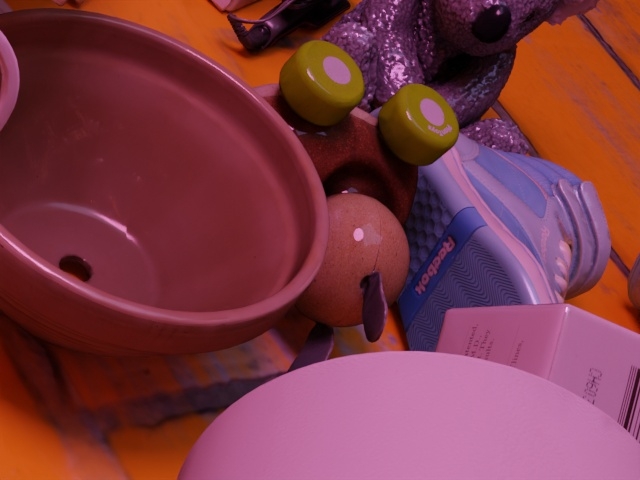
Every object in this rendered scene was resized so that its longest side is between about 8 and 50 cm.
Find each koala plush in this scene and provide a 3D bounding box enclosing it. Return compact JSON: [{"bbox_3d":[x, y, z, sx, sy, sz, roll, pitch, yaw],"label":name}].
[{"bbox_3d":[0.122,-0.191,1.203,0.196,0.221,0.203,31,32,-13],"label":"koala plush"}]

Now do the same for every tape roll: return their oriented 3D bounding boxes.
[{"bbox_3d":[0.038,0.191,0.615,0.246,0.246,0.169,31,33,-13],"label":"tape roll"}]

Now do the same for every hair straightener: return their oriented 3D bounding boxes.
[{"bbox_3d":[-0.011,-0.216,1.223,0.047,0.089,0.230,46,32,6],"label":"hair straightener"}]

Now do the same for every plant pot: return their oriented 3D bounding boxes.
[{"bbox_3d":[-0.122,-0.014,0.823,0.237,0.109,0.237,20,41,-18],"label":"plant pot"}]

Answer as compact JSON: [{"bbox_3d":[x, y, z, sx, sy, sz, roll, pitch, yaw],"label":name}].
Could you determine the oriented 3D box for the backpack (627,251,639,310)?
[{"bbox_3d":[0.391,0.018,1.221,0.254,0.225,0.191,2,43,-31],"label":"backpack"}]

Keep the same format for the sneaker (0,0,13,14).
[{"bbox_3d":[-0.311,-0.172,0.832,0.305,0.114,0.152,18,39,-31],"label":"sneaker"}]

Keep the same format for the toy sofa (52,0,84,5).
[{"bbox_3d":[-0.184,-0.256,0.898,0.177,0.150,0.362,35,3,-11],"label":"toy sofa"}]

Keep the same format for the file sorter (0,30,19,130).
[{"bbox_3d":[-0.264,-0.091,0.606,0.193,0.173,0.278,35,5,-33],"label":"file sorter"}]

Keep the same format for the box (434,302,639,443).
[{"bbox_3d":[0.150,0.148,0.826,0.181,0.119,0.181,23,76,-24],"label":"box"}]

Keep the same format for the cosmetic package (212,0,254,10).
[{"bbox_3d":[-0.035,-0.368,1.331,0.217,0.156,0.385,44,31,6],"label":"cosmetic package"}]

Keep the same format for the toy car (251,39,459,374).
[{"bbox_3d":[0.000,0.000,0.923,0.149,0.155,0.188,20,49,-29],"label":"toy car"}]

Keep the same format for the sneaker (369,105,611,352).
[{"bbox_3d":[0.157,0.035,1.049,0.208,0.127,0.319,10,43,-36],"label":"sneaker"}]
